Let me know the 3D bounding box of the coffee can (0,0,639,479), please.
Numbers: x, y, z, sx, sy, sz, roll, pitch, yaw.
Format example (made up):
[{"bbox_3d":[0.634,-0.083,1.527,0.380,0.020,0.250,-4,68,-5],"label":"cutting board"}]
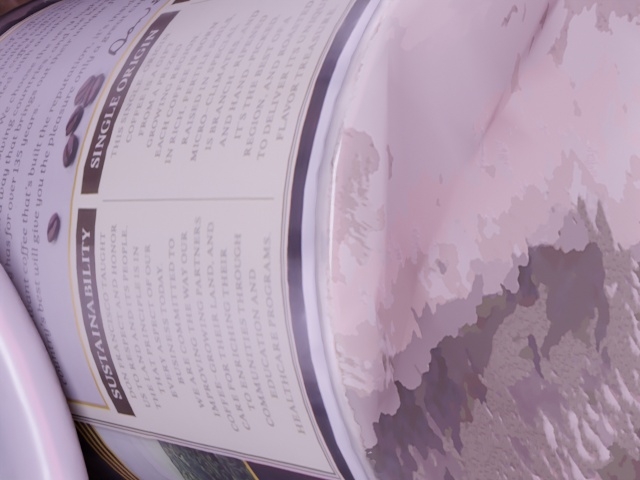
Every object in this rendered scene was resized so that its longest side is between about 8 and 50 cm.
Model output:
[{"bbox_3d":[0.000,0.000,0.499,0.201,0.275,0.201,-1,91,-36],"label":"coffee can"}]

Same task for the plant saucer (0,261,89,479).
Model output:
[{"bbox_3d":[-0.267,0.113,0.422,0.400,0.100,0.400,2,84,-18],"label":"plant saucer"}]
